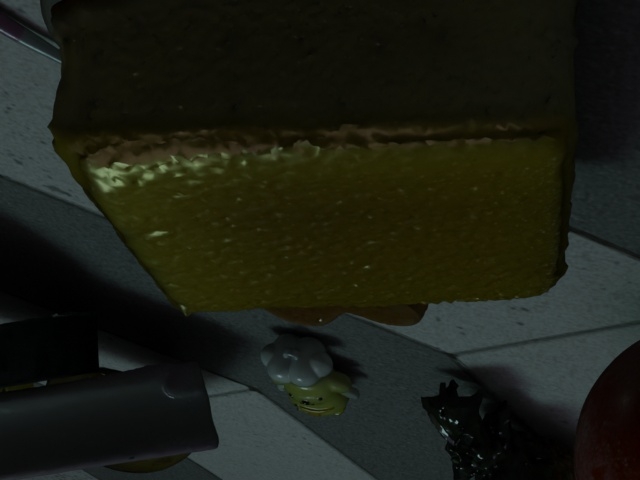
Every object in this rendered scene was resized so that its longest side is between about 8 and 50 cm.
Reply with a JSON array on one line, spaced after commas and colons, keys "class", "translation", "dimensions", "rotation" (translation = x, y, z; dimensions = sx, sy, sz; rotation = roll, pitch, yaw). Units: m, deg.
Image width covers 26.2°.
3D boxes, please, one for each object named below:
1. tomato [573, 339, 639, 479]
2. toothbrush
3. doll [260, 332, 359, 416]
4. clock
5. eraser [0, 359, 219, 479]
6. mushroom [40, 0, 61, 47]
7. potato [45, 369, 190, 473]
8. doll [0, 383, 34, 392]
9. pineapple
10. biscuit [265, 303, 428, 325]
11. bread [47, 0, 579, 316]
[{"class": "tomato", "translation": [0.356, 0.184, 1.222], "dimensions": [0.270, 0.227, 0.270], "rotation": [-3, 152, -1]}, {"class": "toothbrush", "translation": [-0.265, -0.180, 1.127], "dimensions": [0.286, 0.020, 0.025], "rotation": [32, 159, -29]}, {"class": "doll", "translation": [-0.015, 0.164, 1.643], "dimensions": [0.106, 0.062, 0.162], "rotation": [4, 152, 20]}, {"class": "clock", "translation": [-0.456, 0.154, 1.672], "dimensions": [0.386, 0.076, 0.386], "rotation": [-10, 176, -1]}, {"class": "eraser", "translation": [-0.327, 0.232, 1.708], "dimensions": [0.359, 0.122, 0.272], "rotation": [-9, 173, -14]}, {"class": "mushroom", "translation": [-0.149, -0.152, 1.018], "dimensions": [0.116, 0.093, 0.225], "rotation": [0, 154, -12]}, {"class": "potato", "translation": [-0.302, 0.289, 2.065], "dimensions": [0.239, 0.116, 0.299], "rotation": [28, 156, -32]}, {"class": "doll", "translation": [-0.539, 0.230, 2.109], "dimensions": [0.141, 0.117, 0.296], "rotation": [-3, -176, -36]}, {"class": "pineapple", "translation": [0.227, 0.276, 1.610], "dimensions": [0.141, 0.170, 0.310], "rotation": [-27, 132, 20]}, {"class": "biscuit", "translation": [0.001, -0.002, 1.285], "dimensions": [0.275, 0.052, 0.355], "rotation": [26, 154, -18]}, {"class": "bread", "translation": [0.012, -0.059, 0.961], "dimensions": [0.333, 0.143, 0.323], "rotation": [-2, 159, 6]}]
